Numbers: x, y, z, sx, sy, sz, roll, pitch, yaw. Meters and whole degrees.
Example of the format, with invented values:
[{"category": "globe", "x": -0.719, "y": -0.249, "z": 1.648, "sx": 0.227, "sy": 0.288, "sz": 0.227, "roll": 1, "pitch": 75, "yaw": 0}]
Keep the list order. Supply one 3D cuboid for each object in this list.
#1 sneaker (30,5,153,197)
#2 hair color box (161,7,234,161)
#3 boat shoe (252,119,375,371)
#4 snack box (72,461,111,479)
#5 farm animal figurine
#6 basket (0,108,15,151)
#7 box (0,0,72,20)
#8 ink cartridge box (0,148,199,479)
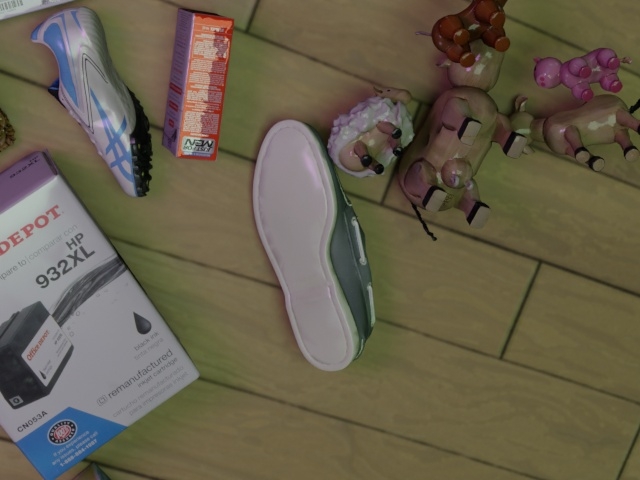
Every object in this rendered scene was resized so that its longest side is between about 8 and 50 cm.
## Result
[{"category": "sneaker", "x": -0.260, "y": -0.156, "z": 1.538, "sx": 0.086, "sy": 0.085, "sz": 0.237, "roll": -15, "pitch": 113, "yaw": 13}, {"category": "hair color box", "x": -0.144, "y": -0.184, "z": 1.554, "sx": 0.053, "sy": 0.093, "sz": 0.167, "roll": 6, "pitch": 102, "yaw": -19}, {"category": "boat shoe", "x": 0.000, "y": 0.000, "z": 1.661, "sx": 0.099, "sy": 0.116, "sz": 0.319, "roll": -28, "pitch": 108, "yaw": -56}, {"category": "snack box", "x": -0.292, "y": 0.393, "z": 1.520, "sx": 0.187, "sy": 0.322, "sz": 0.060, "roll": -39, "pitch": 112, "yaw": -5}, {"category": "farm animal figurine", "x": 0.210, "y": -0.156, "z": 1.647, "sx": 0.330, "sy": 0.172, "sz": 0.326, "roll": 35, "pitch": 103, "yaw": -30}, {"category": "basket", "x": -0.528, "y": -0.124, "z": 1.444, "sx": 0.299, "sy": 0.223, "sz": 0.213, "roll": -41, "pitch": 79, "yaw": -5}, {"category": "box", "x": -0.347, "y": -0.347, "z": 1.478, "sx": 0.145, "sy": 0.038, "sz": 0.186, "roll": -19, "pitch": 109, "yaw": -14}, {"category": "ink cartridge box", "x": -0.319, "y": 0.087, "z": 1.532, "sx": 0.223, "sy": 0.129, "sz": 0.307, "roll": -35, "pitch": 115, "yaw": -7}]
